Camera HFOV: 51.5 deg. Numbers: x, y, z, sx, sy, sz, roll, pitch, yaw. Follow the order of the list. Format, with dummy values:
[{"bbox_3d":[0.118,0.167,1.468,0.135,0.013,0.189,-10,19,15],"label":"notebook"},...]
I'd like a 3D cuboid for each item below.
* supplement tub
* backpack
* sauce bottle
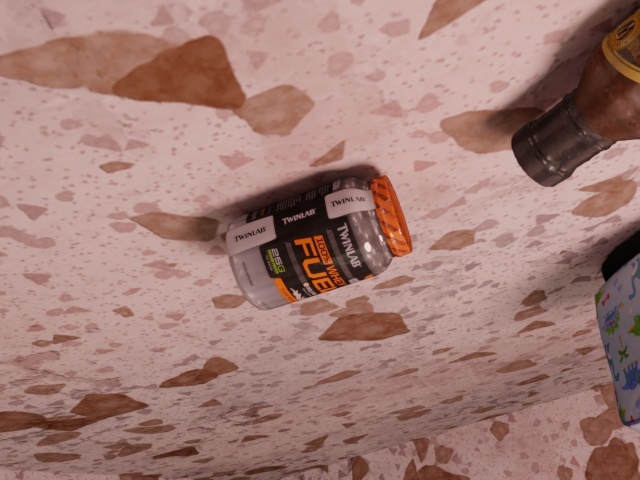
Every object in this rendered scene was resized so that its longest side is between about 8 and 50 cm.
[{"bbox_3d":[0.000,0.000,0.751,0.190,0.117,0.117,-19,152,13],"label":"supplement tub"},{"bbox_3d":[0.558,0.142,0.993,0.273,0.356,0.290,-1,152,-20],"label":"backpack"},{"bbox_3d":[0.315,-0.163,0.573,0.111,0.111,0.344,9,145,-35],"label":"sauce bottle"}]
